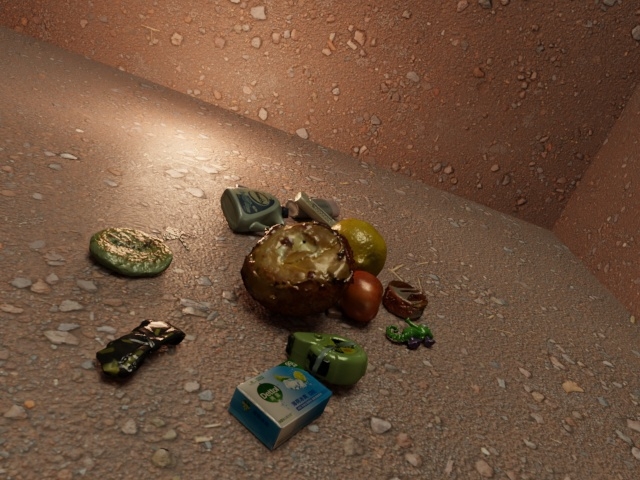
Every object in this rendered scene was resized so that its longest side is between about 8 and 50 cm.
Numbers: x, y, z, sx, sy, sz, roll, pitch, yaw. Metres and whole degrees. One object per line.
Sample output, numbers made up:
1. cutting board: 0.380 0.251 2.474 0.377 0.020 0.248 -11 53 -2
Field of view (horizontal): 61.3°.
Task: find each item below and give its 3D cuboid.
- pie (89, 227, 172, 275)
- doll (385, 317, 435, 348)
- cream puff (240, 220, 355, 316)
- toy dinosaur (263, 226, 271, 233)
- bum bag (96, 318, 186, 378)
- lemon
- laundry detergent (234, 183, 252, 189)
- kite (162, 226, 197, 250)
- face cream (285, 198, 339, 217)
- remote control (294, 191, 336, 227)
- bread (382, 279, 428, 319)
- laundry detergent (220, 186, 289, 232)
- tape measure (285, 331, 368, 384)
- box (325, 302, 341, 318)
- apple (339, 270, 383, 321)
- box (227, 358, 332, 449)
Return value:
1. pie: -0.542 0.029 1.550 0.240 0.054 0.240 20 21 -8
2. doll: 0.290 0.296 1.729 0.190 0.050 0.115 0 35 -38
3. cream puff: -0.058 0.092 1.605 0.350 0.229 0.350 -4 46 4
4. toy dinosaur: -0.145 0.034 1.862 0.187 0.087 0.179 8 25 -28
5. bum bag: -0.405 0.237 1.207 0.106 0.060 0.232 20 19 17
6. lemon: 0.120 0.045 1.902 0.228 0.228 0.253 11 29 -25
7. laundry detergent: -0.262 -0.174 2.252 0.206 0.061 0.097 17 15 -16
8. kite: -0.458 -0.008 1.774 0.152 0.005 0.137 38 28 31
9. face cream: -0.031 -0.142 2.372 0.269 0.073 0.107 -5 51 -47
10. remote control: -0.016 -0.111 2.266 0.230 0.049 0.090 41 16 -23
11. bread: 0.293 0.209 1.893 0.160 0.073 0.160 21 25 -10
12. laundry detergent: -0.228 -0.104 2.068 0.280 0.105 0.215 8 39 -40
13. tape measure: 0.033 0.308 1.397 0.200 0.106 0.175 11 11 -29
14. box: 0.034 0.206 1.723 0.048 0.025 0.115 16 23 -19
15. apple: 0.125 0.175 1.710 0.139 0.163 0.163 18 22 8
16. box: -0.087 0.359 1.208 0.139 0.073 0.194 34 25 25
